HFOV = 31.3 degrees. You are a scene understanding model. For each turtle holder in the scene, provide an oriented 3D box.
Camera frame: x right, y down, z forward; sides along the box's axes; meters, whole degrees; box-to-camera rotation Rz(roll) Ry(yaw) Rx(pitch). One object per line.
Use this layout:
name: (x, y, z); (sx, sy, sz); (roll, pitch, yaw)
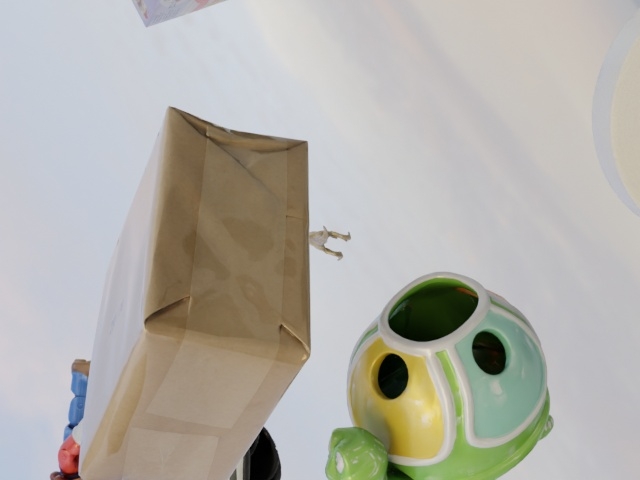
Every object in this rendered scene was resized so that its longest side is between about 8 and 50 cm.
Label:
turtle holder: (0.124, 0.180, 1.385); (0.243, 0.320, 0.227); (-128, 19, -51)

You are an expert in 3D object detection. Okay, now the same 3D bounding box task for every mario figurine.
mario figurine: (-0.364, 0.367, 1.896); (0.198, 0.170, 0.320); (24, -112, -48)

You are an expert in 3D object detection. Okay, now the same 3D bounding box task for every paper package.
paper package: (-0.142, 0.075, 1.253); (0.168, 0.325, 0.309); (12, -130, -16)

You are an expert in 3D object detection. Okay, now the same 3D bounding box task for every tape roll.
tape roll: (0.577, -0.183, 1.611); (0.392, 0.392, 0.072); (48, 180, -17)

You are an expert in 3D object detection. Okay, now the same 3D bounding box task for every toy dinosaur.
toy dinosaur: (0.000, 0.000, 1.937); (0.093, 0.053, 0.183); (14, 180, -21)

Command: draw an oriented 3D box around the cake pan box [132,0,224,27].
cake pan box: (-0.111, -0.380, 1.492); (0.070, 0.246, 0.267); (65, 160, -1)

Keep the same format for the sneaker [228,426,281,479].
sneaker: (-0.198, 0.379, 1.919); (0.169, 0.257, 0.447); (57, 176, -32)
